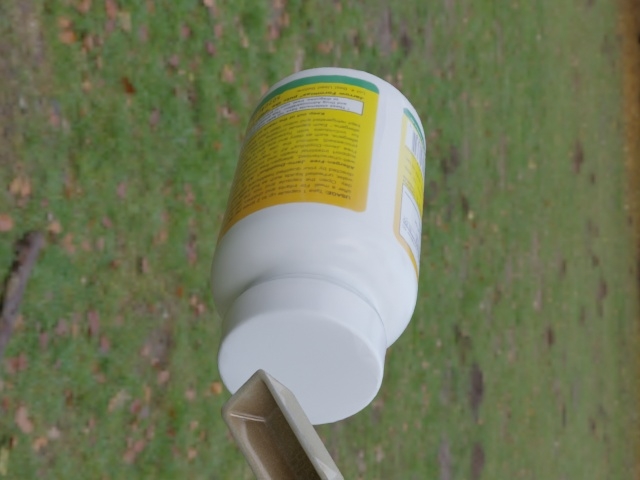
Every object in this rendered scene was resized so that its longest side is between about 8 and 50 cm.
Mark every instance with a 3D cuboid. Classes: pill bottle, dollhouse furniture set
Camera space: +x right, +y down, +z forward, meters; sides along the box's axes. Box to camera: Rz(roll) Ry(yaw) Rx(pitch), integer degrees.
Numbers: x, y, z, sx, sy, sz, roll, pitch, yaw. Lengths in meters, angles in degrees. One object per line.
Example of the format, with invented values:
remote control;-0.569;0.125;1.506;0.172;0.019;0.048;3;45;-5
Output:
pill bottle;0.000;0.000;0.663;0.208;0.117;0.118;-82;161;-48
dollhouse furniture set;-0.033;0.119;0.461;0.081;0.091;0.114;6;45;-52
